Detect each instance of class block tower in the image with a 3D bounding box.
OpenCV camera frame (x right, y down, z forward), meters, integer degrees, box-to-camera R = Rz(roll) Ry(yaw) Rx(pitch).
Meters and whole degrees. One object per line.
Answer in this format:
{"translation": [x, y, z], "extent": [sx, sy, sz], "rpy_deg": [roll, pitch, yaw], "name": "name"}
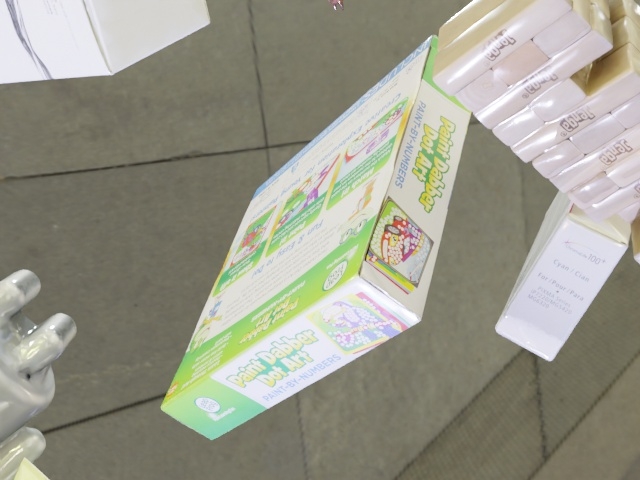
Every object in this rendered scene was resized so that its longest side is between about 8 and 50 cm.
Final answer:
{"translation": [0.225, -0.049, 0.596], "extent": [0.335, 0.097, 0.091], "rpy_deg": [38, 41, -23], "name": "block tower"}

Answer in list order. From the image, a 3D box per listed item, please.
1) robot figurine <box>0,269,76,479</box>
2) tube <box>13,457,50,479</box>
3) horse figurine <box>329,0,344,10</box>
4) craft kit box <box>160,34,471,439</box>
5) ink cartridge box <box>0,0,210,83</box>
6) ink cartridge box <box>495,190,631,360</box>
{"translation": [-0.468, 0.183, 1.112], "extent": [0.353, 0.200, 0.300], "rpy_deg": [-36, 95, 1], "name": "robot figurine"}
{"translation": [-0.368, 0.377, 1.076], "extent": [0.070, 0.062, 0.240], "rpy_deg": [27, 101, -24], "name": "tube"}
{"translation": [0.004, -0.441, 1.176], "extent": [0.174, 0.066, 0.263], "rpy_deg": [-66, 159, -12], "name": "horse figurine"}
{"translation": [0.000, 0.000, 0.687], "extent": [0.061, 0.250, 0.247], "rpy_deg": [38, 47, -16], "name": "craft kit box"}
{"translation": [-0.246, -0.228, 0.925], "extent": [0.160, 0.219, 0.093], "rpy_deg": [-43, 127, -44], "name": "ink cartridge box"}
{"translation": [0.277, -0.061, 0.888], "extent": [0.296, 0.066, 0.261], "rpy_deg": [-47, 163, -58], "name": "ink cartridge box"}
